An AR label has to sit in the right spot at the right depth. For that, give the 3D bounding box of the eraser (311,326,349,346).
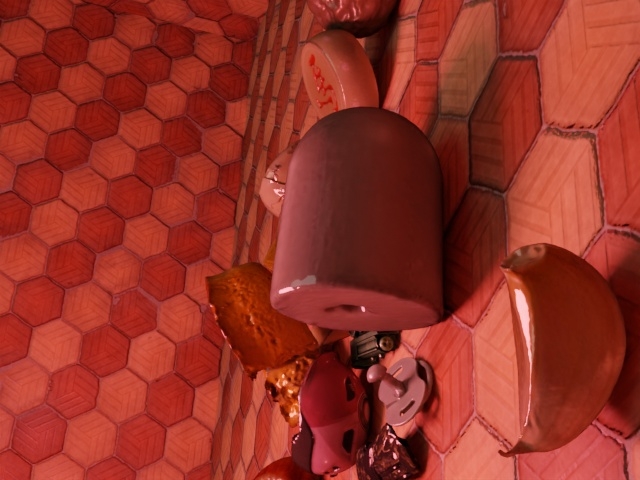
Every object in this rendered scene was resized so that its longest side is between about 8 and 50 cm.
[{"bbox_3d":[0.056,0.168,1.595,0.058,0.117,0.172,57,146,23],"label":"eraser"}]

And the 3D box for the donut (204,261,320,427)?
[{"bbox_3d":[-0.121,0.208,1.645,0.377,0.163,0.435,56,174,32],"label":"donut"}]

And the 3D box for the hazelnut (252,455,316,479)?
[{"bbox_3d":[-0.096,0.651,1.746,0.210,0.186,0.210,24,117,60],"label":"hazelnut"}]

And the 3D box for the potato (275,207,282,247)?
[{"bbox_3d":[0.000,0.000,1.706,0.243,0.221,0.326,-167,72,-82],"label":"potato"}]

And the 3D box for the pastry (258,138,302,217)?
[{"bbox_3d":[-0.073,-0.181,2.070,0.265,0.133,0.265,-48,-13,-14],"label":"pastry"}]

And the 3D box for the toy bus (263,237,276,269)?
[{"bbox_3d":[-0.072,0.055,2.041,0.121,0.123,0.335,-61,14,-7],"label":"toy bus"}]

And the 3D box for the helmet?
[{"bbox_3d":[0.036,0.384,1.498,0.198,0.154,0.253,18,-86,-65],"label":"helmet"}]

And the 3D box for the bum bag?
[{"bbox_3d":[0.116,0.427,1.338,0.102,0.069,0.248,53,143,17],"label":"bum bag"}]

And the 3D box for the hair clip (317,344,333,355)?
[{"bbox_3d":[0.004,0.226,1.851,0.146,0.075,0.257,122,146,-58],"label":"hair clip"}]

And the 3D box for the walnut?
[{"bbox_3d":[0.082,-0.656,1.782,0.273,0.227,0.273,-167,90,-70],"label":"walnut"}]

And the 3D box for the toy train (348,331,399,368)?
[{"bbox_3d":[0.112,0.209,1.489,0.170,0.071,0.111,137,130,-64],"label":"toy train"}]

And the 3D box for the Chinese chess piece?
[{"bbox_3d":[0.047,-0.405,1.792,0.273,0.102,0.273,58,162,31],"label":"Chinese chess piece"}]

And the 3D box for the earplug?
[{"bbox_3d":[0.079,-0.047,1.314,0.312,0.313,0.394,135,143,-64],"label":"earplug"}]

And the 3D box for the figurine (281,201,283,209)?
[{"bbox_3d":[0.018,-0.110,1.915,0.250,0.167,0.141,-49,61,30],"label":"figurine"}]

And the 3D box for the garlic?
[{"bbox_3d":[0.269,0.127,0.821,0.145,0.164,0.244,-6,80,56],"label":"garlic"}]

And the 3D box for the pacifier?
[{"bbox_3d":[0.139,0.261,1.281,0.127,0.117,0.150,-43,24,21],"label":"pacifier"}]
